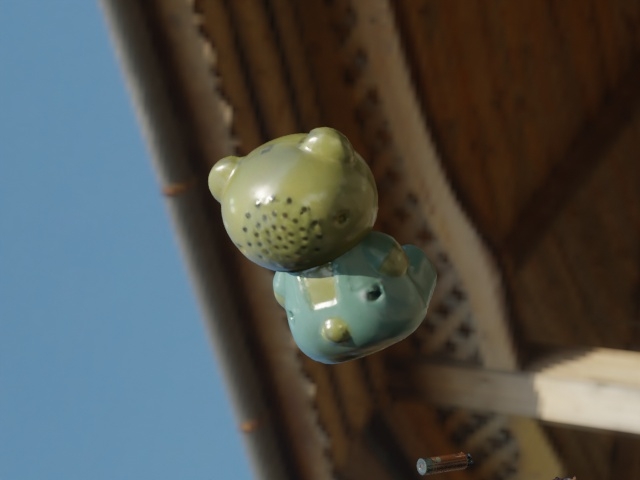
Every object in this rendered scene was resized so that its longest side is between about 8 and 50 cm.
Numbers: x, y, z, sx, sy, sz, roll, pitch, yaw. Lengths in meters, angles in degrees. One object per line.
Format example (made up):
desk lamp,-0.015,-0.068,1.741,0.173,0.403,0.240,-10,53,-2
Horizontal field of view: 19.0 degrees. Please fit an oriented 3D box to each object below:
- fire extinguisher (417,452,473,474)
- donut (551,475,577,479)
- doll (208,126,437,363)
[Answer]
fire extinguisher,0.162,0.283,2.441,0.083,0.028,0.022,-5,-68,-31
donut,0.251,0.302,1.868,0.059,0.140,0.140,-37,-54,-33
doll,0.000,0.000,2.102,0.261,0.177,0.161,62,-149,-24
